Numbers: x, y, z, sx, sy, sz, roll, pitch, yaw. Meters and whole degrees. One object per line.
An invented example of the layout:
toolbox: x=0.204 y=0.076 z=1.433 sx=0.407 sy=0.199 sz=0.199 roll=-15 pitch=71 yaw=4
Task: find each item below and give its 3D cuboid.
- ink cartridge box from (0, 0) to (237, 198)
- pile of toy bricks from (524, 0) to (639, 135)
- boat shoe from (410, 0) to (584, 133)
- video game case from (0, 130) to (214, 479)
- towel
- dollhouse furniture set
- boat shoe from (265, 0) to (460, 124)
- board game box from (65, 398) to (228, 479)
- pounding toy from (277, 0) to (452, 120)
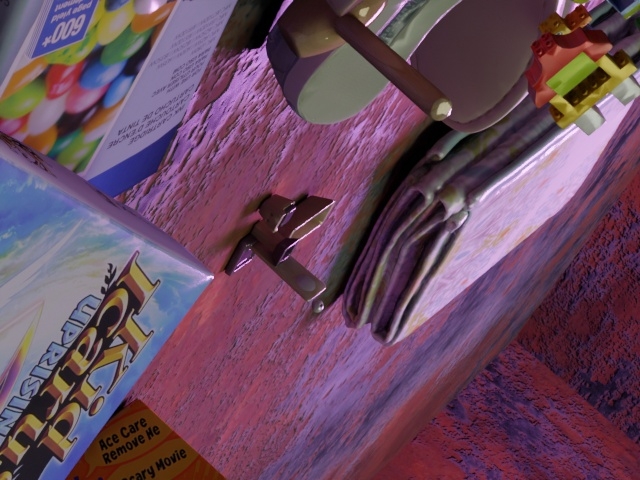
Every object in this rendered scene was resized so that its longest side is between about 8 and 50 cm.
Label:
ink cartridge box: x=-0.112 y=-0.086 z=0.756 sx=0.186 sy=0.065 sz=0.311 roll=-35 pitch=164 yaw=-48
pile of toy bricks: x=0.203 y=-0.181 z=1.089 sx=0.212 sy=0.118 sz=0.105 roll=-40 pitch=131 yaw=18
boat shoe: x=0.149 y=-0.204 z=1.202 sx=0.097 sy=0.116 sz=0.324 roll=-37 pitch=158 yaw=-34
video game case: x=-0.186 y=0.078 z=0.671 sx=0.269 sy=0.061 sz=0.244 roll=-54 pitch=156 yaw=0
towel: x=0.192 y=-0.071 z=1.796 sx=0.374 sy=0.090 sz=0.320 roll=-37 pitch=165 yaw=-31
dollhouse furniture set: x=0.000 y=0.000 z=1.372 sx=0.114 sy=0.081 sz=0.091 roll=-37 pitch=163 yaw=-46
boat shoe: x=0.048 y=-0.174 z=1.021 sx=0.227 sy=0.081 sz=0.079 roll=-47 pitch=143 yaw=16
board game box: x=-0.181 y=0.430 z=1.398 sx=0.356 sy=0.356 sz=0.356 roll=-40 pitch=165 yaw=-39
pounding toy: x=0.072 y=-0.167 z=0.864 sx=0.154 sy=0.155 sz=0.269 roll=-39 pitch=-177 yaw=-16
